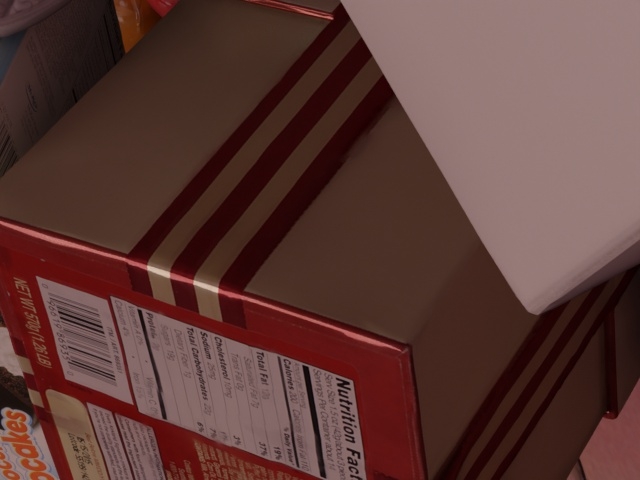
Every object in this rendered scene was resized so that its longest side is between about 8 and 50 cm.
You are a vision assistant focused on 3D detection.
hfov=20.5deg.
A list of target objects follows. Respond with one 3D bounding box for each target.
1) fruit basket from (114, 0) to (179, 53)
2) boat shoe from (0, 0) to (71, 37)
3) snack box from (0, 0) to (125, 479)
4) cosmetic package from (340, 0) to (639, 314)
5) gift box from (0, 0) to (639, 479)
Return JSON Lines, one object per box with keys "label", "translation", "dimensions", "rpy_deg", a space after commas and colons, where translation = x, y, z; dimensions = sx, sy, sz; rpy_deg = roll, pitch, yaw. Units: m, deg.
{"label": "fruit basket", "translation": [-0.086, -0.138, 1.050], "dimensions": [0.327, 0.165, 0.353], "rpy_deg": [42, 147, 17]}
{"label": "boat shoe", "translation": [-0.113, -0.238, 0.844], "dimensions": [0.121, 0.335, 0.119], "rpy_deg": [29, 163, -20]}
{"label": "snack box", "translation": [-0.140, 0.008, 0.930], "dimensions": [0.322, 0.060, 0.187], "rpy_deg": [81, -163, -44]}
{"label": "cosmetic package", "translation": [0.140, -0.110, 0.411], "dimensions": [0.138, 0.224, 0.225], "rpy_deg": [61, 162, 7]}
{"label": "gift box", "translation": [0.000, 0.000, 0.847], "dimensions": [0.276, 0.258, 0.255], "rpy_deg": [21, 139, 24]}
